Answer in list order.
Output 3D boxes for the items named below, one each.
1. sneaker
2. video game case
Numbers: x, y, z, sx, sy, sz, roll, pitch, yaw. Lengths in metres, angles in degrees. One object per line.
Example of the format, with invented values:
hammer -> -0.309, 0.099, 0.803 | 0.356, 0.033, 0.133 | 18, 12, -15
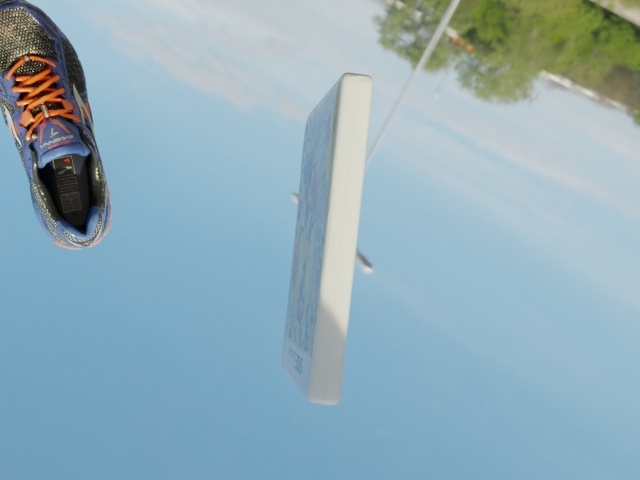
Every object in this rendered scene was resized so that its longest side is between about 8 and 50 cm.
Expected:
sneaker -> -0.220, -0.094, 0.800 | 0.083, 0.221, 0.087 | -22, -164, -15
video game case -> 0.000, 0.000, 0.747 | 0.026, 0.227, 0.206 | 7, 178, -8
